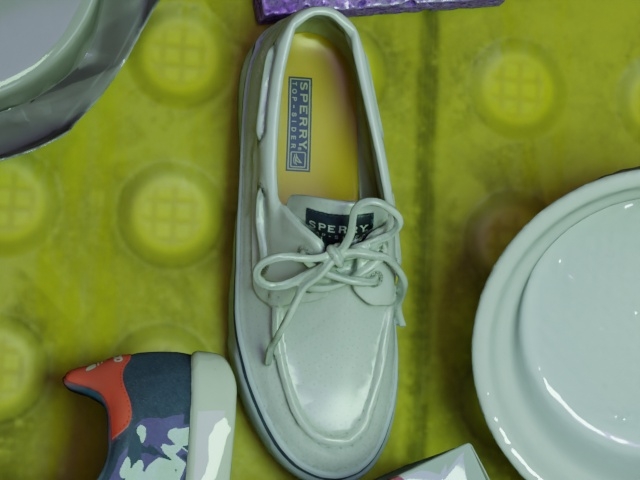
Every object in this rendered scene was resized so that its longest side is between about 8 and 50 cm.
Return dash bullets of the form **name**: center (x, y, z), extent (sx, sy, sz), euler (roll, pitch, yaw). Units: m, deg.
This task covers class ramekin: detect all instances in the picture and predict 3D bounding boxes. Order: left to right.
- **ramekin**: center (0.259, 0.073, 1.396), extent (0.277, 0.135, 0.277), euler (2, 101, 11)

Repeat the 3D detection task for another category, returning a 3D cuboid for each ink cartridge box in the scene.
- **ink cartridge box**: center (0.047, 0.212, 1.354), extent (0.127, 0.175, 0.072), euler (-23, 84, -16)

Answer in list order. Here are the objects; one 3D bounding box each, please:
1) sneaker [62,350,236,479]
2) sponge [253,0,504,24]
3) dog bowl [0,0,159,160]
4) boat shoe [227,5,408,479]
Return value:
- **sneaker**: center (-0.143, 0.252, 1.339), extent (0.148, 0.131, 0.350), euler (3, 76, -4)
- **sponge**: center (0.043, -0.242, 1.499), extent (0.210, 0.031, 0.117), euler (-6, 82, -14)
- **dog bowl**: center (-0.289, -0.214, 1.383), extent (0.348, 0.102, 0.349), euler (2, 80, -12)
- **boat shoe**: center (0.009, -0.002, 1.388), extent (0.136, 0.156, 0.367), euler (1, 80, -12)
